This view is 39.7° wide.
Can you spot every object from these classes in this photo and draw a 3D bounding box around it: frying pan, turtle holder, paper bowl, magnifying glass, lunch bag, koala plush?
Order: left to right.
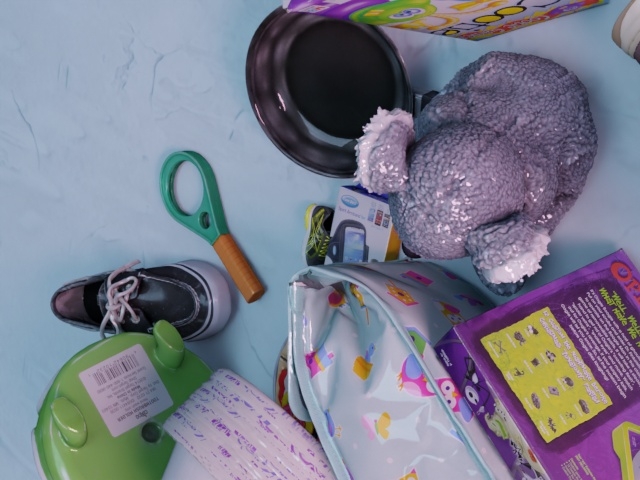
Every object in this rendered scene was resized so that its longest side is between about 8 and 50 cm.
[{"bbox_3d":[-0.208,0.274,1.105,0.320,0.243,0.227,35,143,-11],"label":"turtle holder"},{"bbox_3d":[-0.139,-0.019,1.129,0.231,0.026,0.092,55,126,21],"label":"magnifying glass"},{"bbox_3d":[-0.052,0.276,0.894,0.284,0.148,0.284,42,164,14],"label":"paper bowl"},{"bbox_3d":[0.063,-0.166,0.895,0.326,0.053,0.197,-7,113,34],"label":"frying pan"},{"bbox_3d":[0.095,0.128,0.810,0.160,0.223,0.262,-46,65,29],"label":"lunch bag"},{"bbox_3d":[0.123,-0.054,0.741,0.196,0.221,0.203,43,121,9],"label":"koala plush"}]

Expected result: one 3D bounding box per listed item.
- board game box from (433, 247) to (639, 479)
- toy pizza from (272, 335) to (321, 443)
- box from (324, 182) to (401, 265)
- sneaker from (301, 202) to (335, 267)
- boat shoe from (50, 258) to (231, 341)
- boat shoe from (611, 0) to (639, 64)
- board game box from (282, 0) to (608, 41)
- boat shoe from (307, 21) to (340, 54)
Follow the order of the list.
[{"bbox_3d":[0.261,0.184,0.684,0.347,0.208,0.056,59,152,20],"label":"board game box"},{"bbox_3d":[0.014,0.184,1.008,0.201,0.032,0.201,2,94,40],"label":"toy pizza"},{"bbox_3d":[0.048,0.000,0.966,0.081,0.028,0.136,23,112,37],"label":"box"},{"bbox_3d":[0.000,0.000,1.004,0.035,0.031,0.083,4,98,40],"label":"sneaker"},{"bbox_3d":[-0.251,0.081,1.185,0.306,0.105,0.113,4,98,41],"label":"boat shoe"},{"bbox_3d":[0.342,-0.217,0.639,0.285,0.102,0.092,-46,71,39],"label":"boat shoe"},{"bbox_3d":[0.105,-0.257,0.718,0.142,0.275,0.144,-7,91,41],"label":"board game box"},{"bbox_3d":[0.008,-0.267,0.952,0.045,0.050,0.135,-22,81,46],"label":"boat shoe"}]
